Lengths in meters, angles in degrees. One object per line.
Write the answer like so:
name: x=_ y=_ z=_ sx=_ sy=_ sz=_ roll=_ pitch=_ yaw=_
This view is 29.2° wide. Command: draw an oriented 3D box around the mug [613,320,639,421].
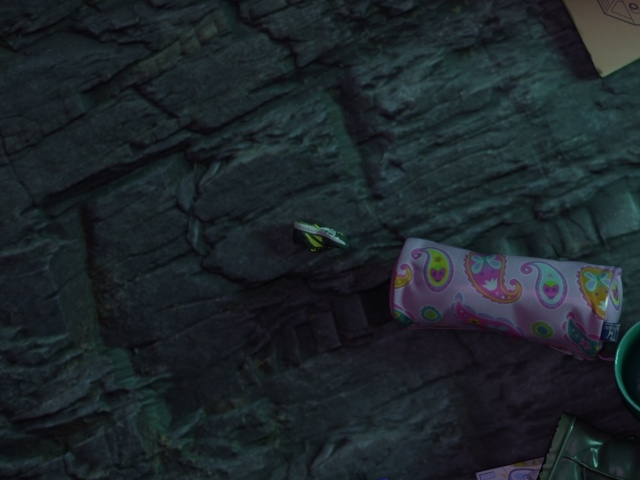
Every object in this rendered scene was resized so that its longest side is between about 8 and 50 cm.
mug: x=0.411 y=0.173 z=1.442 sx=0.129 sy=0.097 sz=0.158 roll=8 pitch=72 yaw=21

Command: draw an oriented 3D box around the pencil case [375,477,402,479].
pencil case: x=-0.008 y=0.365 z=1.572 sx=0.236 sy=0.104 sz=0.105 roll=-10 pitch=82 yaw=14

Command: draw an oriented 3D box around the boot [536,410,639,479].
boot: x=0.356 y=0.311 z=1.442 sx=0.208 sy=0.076 sz=0.190 roll=20 pitch=91 yaw=11

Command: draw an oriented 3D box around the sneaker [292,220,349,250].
sneaker: x=0.000 y=0.000 z=1.641 sx=0.083 sy=0.031 sz=0.035 roll=21 pitch=105 yaw=22

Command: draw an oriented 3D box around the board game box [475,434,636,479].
board game box: x=0.305 y=0.328 z=1.506 sx=0.201 sy=0.035 sz=0.136 roll=-17 pitch=80 yaw=15

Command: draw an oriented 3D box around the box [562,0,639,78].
box: x=0.410 y=-0.321 z=1.544 sx=0.201 sy=0.021 sz=0.164 roll=-26 pitch=78 yaw=13

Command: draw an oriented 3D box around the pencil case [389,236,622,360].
pencil case: x=0.229 y=0.071 z=1.512 sx=0.284 sy=0.124 sz=0.124 roll=10 pitch=88 yaw=17
